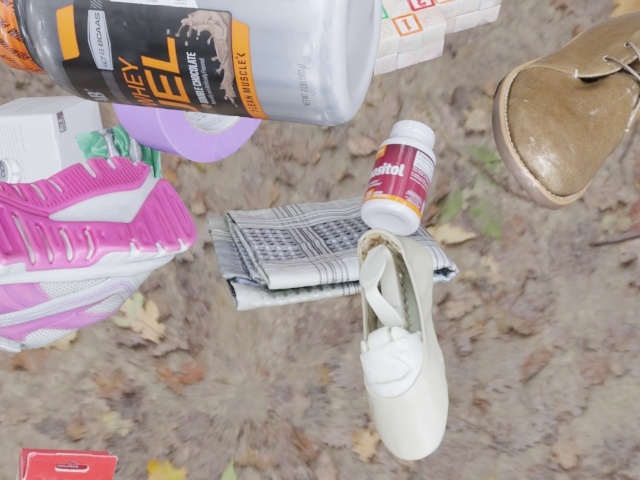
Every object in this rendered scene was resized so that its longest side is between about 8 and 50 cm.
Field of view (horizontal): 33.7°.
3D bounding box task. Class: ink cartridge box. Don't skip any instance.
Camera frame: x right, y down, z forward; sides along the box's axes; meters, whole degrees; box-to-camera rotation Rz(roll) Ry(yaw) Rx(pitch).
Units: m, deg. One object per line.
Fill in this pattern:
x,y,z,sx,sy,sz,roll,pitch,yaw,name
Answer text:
-0.387,0.388,1.573,0.134,0.078,0.231,7,116,-21,ink cartridge box

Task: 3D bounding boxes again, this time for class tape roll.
-0.172,-0.253,1.492,0.090,0.275,0.275,17,79,31,tape roll

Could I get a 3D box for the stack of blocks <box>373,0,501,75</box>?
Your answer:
0.159,-0.400,1.815,0.297,0.087,0.171,-17,62,-11,stack of blocks

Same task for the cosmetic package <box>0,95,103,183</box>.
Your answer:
-0.516,-0.179,1.963,0.183,0.151,0.151,2,112,22,cosmetic package

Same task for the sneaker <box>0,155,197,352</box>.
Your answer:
-0.199,0.019,0.619,0.252,0.111,0.103,1,46,-39,sneaker

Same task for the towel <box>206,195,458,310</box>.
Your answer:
0.000,0.000,1.564,0.324,0.312,0.056,-8,115,-11,towel

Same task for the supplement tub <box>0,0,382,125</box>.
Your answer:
-0.122,-0.222,0.976,0.338,0.207,0.207,8,81,13,supplement tub

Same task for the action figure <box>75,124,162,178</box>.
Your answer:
-0.293,-0.067,1.665,0.137,0.063,0.232,-13,100,1,action figure

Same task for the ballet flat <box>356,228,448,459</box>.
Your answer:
0.068,0.087,1.003,0.086,0.086,0.248,1,48,-4,ballet flat

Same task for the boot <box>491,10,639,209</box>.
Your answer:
0.238,-0.132,0.891,0.112,0.115,0.305,51,42,-7,boot

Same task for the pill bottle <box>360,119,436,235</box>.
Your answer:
0.114,-0.090,1.489,0.086,0.086,0.152,18,64,-1,pill bottle

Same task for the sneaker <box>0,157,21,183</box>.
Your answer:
-0.473,-0.042,1.427,0.063,0.074,0.170,44,110,35,sneaker
